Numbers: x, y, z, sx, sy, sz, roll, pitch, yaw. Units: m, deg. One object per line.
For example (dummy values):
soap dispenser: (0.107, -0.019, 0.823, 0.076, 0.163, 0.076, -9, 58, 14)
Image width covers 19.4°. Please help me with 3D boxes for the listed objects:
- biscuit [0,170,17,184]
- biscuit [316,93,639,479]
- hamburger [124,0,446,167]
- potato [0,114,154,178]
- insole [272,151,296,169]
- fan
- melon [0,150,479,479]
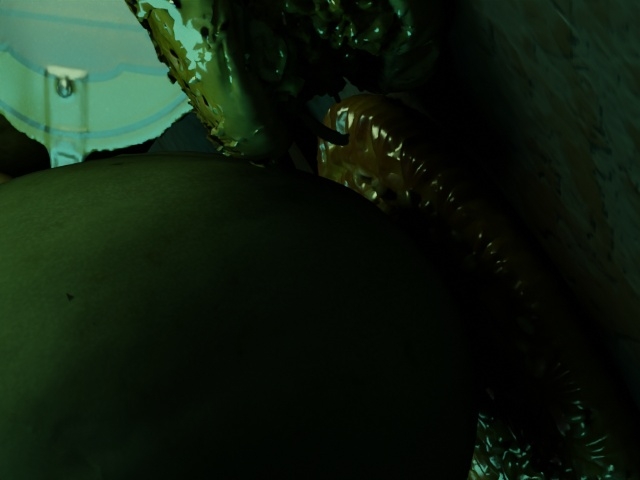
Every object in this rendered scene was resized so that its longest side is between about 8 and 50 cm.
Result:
biscuit: (-0.150, 0.077, 1.206, 0.394, 0.070, 0.350, 31, 152, 3)
biscuit: (0.077, 0.068, 0.901, 0.305, 0.038, 0.305, 58, 169, 18)
hamburger: (-0.033, -0.109, 0.762, 0.177, 0.113, 0.185, 41, 157, 58)
potato: (-0.220, -0.164, 1.189, 0.269, 0.219, 0.359, 15, 145, 13)
insole: (0.000, 0.000, 1.052, 0.328, 0.007, 0.111, 65, -177, 16)
fan: (-0.133, -0.112, 0.997, 0.229, 0.011, 0.335, 10, 107, 32)
melon: (-0.082, 0.093, 0.781, 0.272, 0.308, 0.272, 174, 90, -75)
